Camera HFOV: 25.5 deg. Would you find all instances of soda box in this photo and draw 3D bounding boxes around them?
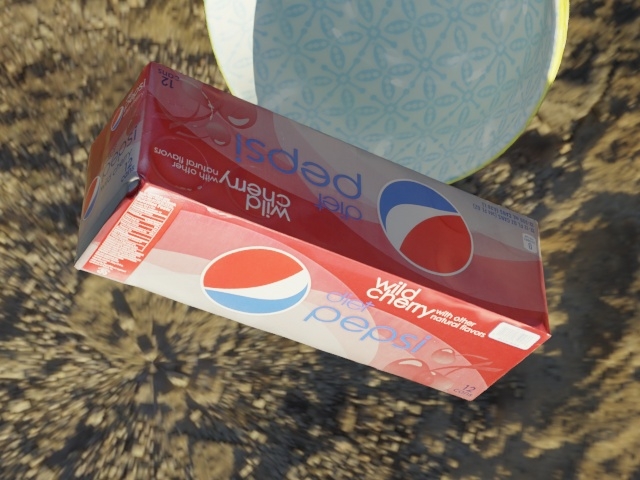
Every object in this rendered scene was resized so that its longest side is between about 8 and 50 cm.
[{"bbox_3d":[0.000,0.000,0.802,0.263,0.083,0.092,21,47,-24],"label":"soda box"}]

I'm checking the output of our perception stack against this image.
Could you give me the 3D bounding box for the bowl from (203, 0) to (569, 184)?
[{"bbox_3d":[0.068,-0.198,1.108,0.289,0.156,0.289,10,116,21],"label":"bowl"}]
